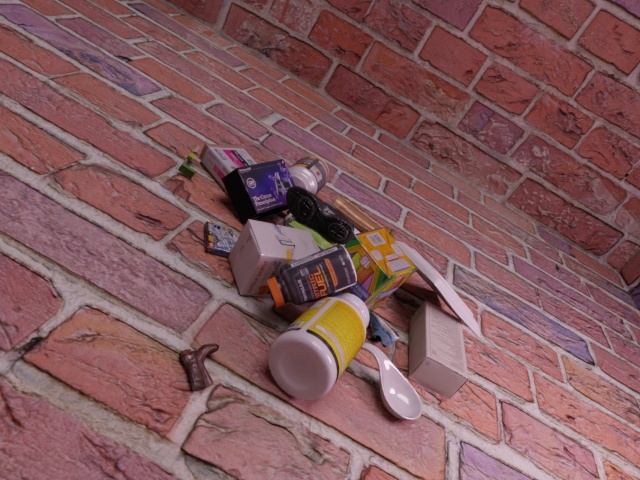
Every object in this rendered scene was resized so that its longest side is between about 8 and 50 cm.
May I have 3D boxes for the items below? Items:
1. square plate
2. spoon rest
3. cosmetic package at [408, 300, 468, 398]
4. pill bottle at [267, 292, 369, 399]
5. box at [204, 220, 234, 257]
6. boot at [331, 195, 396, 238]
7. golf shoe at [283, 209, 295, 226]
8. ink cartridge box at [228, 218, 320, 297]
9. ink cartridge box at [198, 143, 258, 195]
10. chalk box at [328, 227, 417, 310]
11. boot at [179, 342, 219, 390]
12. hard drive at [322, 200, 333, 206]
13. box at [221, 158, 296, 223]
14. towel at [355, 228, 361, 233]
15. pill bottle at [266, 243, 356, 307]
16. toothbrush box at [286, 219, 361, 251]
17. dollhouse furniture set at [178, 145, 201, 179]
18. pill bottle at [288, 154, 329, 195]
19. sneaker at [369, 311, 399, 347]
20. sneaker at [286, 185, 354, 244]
[{"bbox_3d":[0.438,0.167,1.895,0.347,0.049,0.344,46,4,-30],"label":"square plate"},{"bbox_3d":[0.188,0.400,1.476,0.137,0.084,0.276,-9,48,-50],"label":"spoon rest"},{"bbox_3d":[0.388,0.356,1.706,0.160,0.113,0.309,30,29,-4],"label":"cosmetic package"},{"bbox_3d":[0.013,0.271,1.403,0.188,0.188,0.334,37,30,11],"label":"pill bottle"},{"bbox_3d":[-0.331,-0.002,1.666,0.094,0.027,0.137,18,31,-26],"label":"box"},{"bbox_3d":[0.173,-0.078,2.050,0.269,0.089,0.236,37,6,3],"label":"boot"},{"bbox_3d":[-0.107,-0.090,2.000,0.086,0.069,0.176,21,20,24],"label":"golf shoe"},{"bbox_3d":[-0.139,0.065,1.595,0.233,0.171,0.168,10,35,-33],"label":"ink cartridge box"},{"bbox_3d":[-0.340,-0.283,2.034,0.193,0.088,0.234,-7,48,-50],"label":"ink cartridge box"},{"bbox_3d":[0.127,0.127,1.636,0.180,0.289,0.179,-12,58,-50],"label":"chalk box"},{"bbox_3d":[-0.275,0.307,1.229,0.106,0.037,0.114,-10,45,-33],"label":"boot"},{"bbox_3d":[0.045,-0.114,2.146,0.094,0.022,0.135,8,36,-29],"label":"hard drive"},{"bbox_3d":[-0.214,-0.189,1.903,0.261,0.103,0.184,-24,86,-51],"label":"box"},{"bbox_3d":[0.151,-0.036,2.173,0.329,0.037,0.237,41,32,19],"label":"towel"},{"bbox_3d":[-0.030,0.111,1.475,0.246,0.130,0.130,-21,48,-9],"label":"pill bottle"},{"bbox_3d":[0.000,0.000,1.882,0.206,0.122,0.283,37,28,10],"label":"toothbrush box"},{"bbox_3d":[-0.485,-0.296,1.940,0.058,0.076,0.151,37,28,-17],"label":"dollhouse furniture set"},{"bbox_3d":[-0.073,-0.253,2.164,0.162,0.162,0.278,33,29,2],"label":"pill bottle"},{"bbox_3d":[0.186,0.290,1.663,0.063,0.073,0.162,43,0,-30],"label":"sneaker"},{"bbox_3d":[0.000,-0.093,1.817,0.286,0.109,0.130,39,19,2],"label":"sneaker"}]
